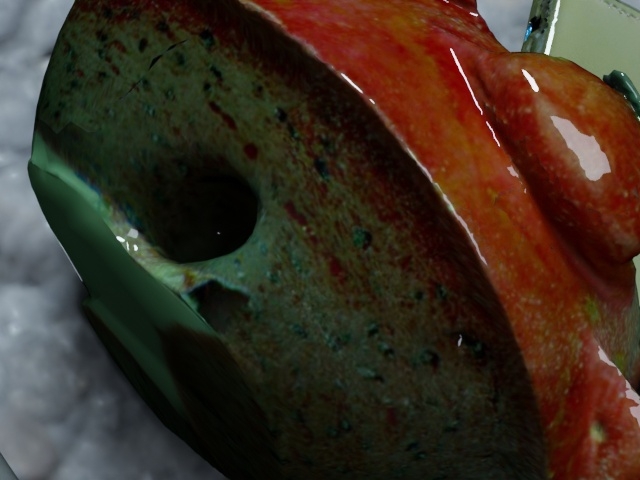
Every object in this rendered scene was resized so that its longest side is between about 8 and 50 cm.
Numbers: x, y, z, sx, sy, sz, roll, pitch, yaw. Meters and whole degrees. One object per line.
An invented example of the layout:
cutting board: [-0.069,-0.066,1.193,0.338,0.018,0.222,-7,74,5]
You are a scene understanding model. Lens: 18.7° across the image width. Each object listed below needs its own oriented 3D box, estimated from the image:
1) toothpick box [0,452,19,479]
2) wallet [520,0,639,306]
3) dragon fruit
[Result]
toothpick box: [-0.147,0.145,0.534,0.229,0.229,0.316,-37,107,-27]
wallet: [0.121,-0.022,0.826,0.110,0.039,0.155,22,72,-19]
dragon fruit: [0.000,0.000,0.651,0.130,0.295,0.268,-34,130,-16]
